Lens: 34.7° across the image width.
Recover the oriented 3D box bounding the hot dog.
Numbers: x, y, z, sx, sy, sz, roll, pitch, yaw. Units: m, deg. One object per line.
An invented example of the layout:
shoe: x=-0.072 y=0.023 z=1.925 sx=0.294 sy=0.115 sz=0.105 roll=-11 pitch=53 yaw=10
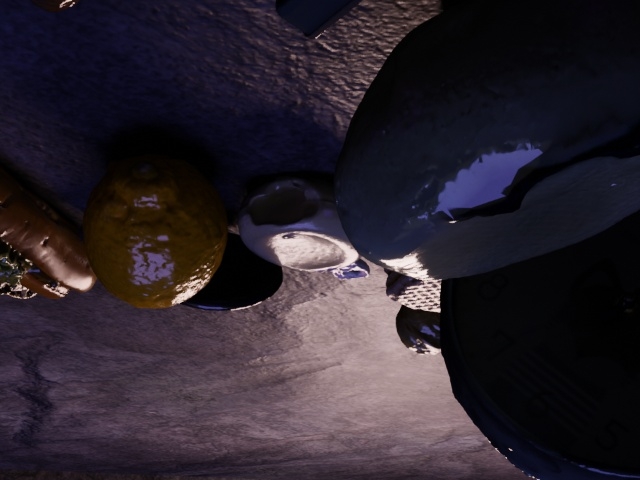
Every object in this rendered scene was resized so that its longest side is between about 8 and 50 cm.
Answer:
hot dog: x=-0.351 y=-0.005 z=1.090 sx=0.135 sy=0.100 sz=0.337 roll=-1 pitch=159 yaw=13

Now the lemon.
lemon: x=-0.160 y=-0.013 z=0.993 sx=0.142 sy=0.142 sz=0.187 roll=4 pitch=145 yaw=-3

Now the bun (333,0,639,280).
bun: x=0.136 y=-0.094 z=0.713 sx=0.283 sy=0.179 sz=0.283 roll=-20 pitch=164 yaw=-6

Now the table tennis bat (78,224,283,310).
table tennis bat: x=-0.155 y=0.018 z=1.124 sx=0.236 sy=0.150 sz=0.027 roll=16 pitch=121 yaw=15

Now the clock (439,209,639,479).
clock: x=0.260 y=0.058 z=0.870 sx=0.325 sy=0.325 sz=0.067 roll=-1 pitch=152 yaw=11

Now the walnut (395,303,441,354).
walnut: x=0.141 y=0.108 z=1.339 sx=0.092 sy=0.092 sz=0.092 roll=3 pitch=159 yaw=1

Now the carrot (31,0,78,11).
carrot: x=-0.156 y=-0.207 z=0.634 sx=0.047 sy=0.047 sz=0.191 roll=10 pitch=153 yaw=-17

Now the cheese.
cheese: x=0.000 y=0.000 z=1.108 sx=0.137 sy=0.064 sz=0.227 roll=-4 pitch=159 yaw=21

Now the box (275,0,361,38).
box: x=0.019 y=-0.182 z=0.605 sx=0.031 sy=0.091 sz=0.126 roll=23 pitch=153 yaw=-26

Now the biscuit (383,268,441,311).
biscuit: x=0.292 y=0.047 z=1.164 sx=0.426 sy=0.078 sz=0.144 roll=8 pitch=157 yaw=-15
